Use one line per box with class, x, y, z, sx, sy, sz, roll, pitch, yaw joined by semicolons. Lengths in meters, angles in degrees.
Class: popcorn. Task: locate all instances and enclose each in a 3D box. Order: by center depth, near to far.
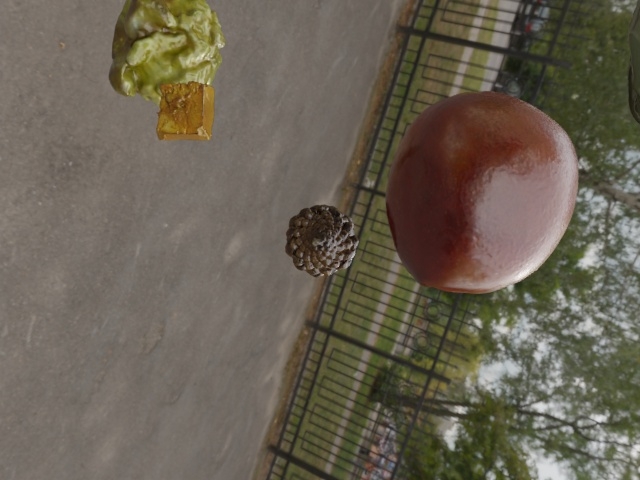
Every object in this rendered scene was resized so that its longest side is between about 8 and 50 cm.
popcorn;-0.322;-0.387;0.978;0.251;0.206;0.237;-40;139;-39

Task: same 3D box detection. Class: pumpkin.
pumpkin;-0.190;-0.181;0.687;0.054;0.074;0.083;34;60;-82

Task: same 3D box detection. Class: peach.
peach;0.246;-0.065;0.775;0.332;0.308;0.308;-62;162;-15

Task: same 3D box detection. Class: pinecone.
pinecone;0.000;0.000;1.045;0.173;0.173;0.173;20;90;-73

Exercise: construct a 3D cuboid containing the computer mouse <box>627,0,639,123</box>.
computer mouse;0.414;-0.266;0.396;0.145;0.228;0.429;-31;135;-30
